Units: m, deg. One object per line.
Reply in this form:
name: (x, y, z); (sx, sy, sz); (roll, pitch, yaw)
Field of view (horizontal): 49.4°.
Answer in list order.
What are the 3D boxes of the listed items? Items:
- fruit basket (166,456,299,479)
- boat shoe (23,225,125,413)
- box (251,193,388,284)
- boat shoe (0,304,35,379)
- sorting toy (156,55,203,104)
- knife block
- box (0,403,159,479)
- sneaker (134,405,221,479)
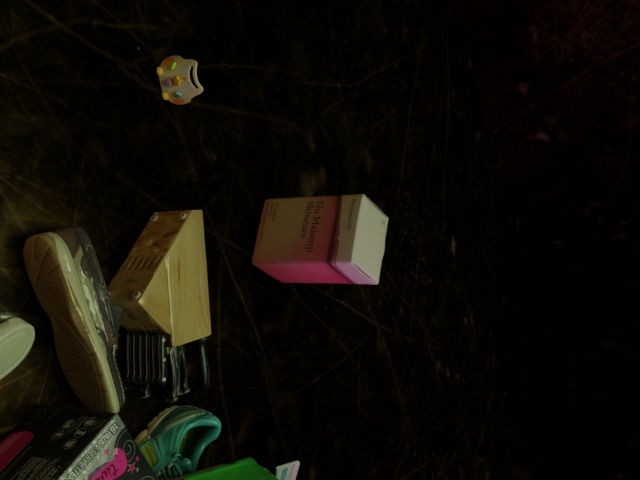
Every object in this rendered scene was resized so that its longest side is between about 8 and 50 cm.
fruit basket: (-0.190, 0.512, 1.050); (0.327, 0.165, 0.352); (1, 116, -50)
boat shoe: (-0.326, 0.115, 0.989); (0.092, 0.103, 0.285); (-32, 110, -49)
box: (0.000, 0.000, 1.400); (0.127, 0.233, 0.148); (38, 57, -53)
boat shoe: (-0.467, 0.158, 0.764); (0.305, 0.091, 0.109); (-38, 157, -51)
sorting toy: (-0.233, -0.274, 1.180); (0.045, 0.075, 0.083); (-33, 116, -55)
knife block: (-0.235, 0.119, 1.150); (0.242, 0.088, 0.275); (59, 42, -41)
box: (-0.352, 0.347, 0.872); (0.247, 0.164, 0.142); (-53, 130, -45)
sneaker: (-0.257, 0.360, 1.081); (0.275, 0.110, 0.107); (-52, 131, -45)
